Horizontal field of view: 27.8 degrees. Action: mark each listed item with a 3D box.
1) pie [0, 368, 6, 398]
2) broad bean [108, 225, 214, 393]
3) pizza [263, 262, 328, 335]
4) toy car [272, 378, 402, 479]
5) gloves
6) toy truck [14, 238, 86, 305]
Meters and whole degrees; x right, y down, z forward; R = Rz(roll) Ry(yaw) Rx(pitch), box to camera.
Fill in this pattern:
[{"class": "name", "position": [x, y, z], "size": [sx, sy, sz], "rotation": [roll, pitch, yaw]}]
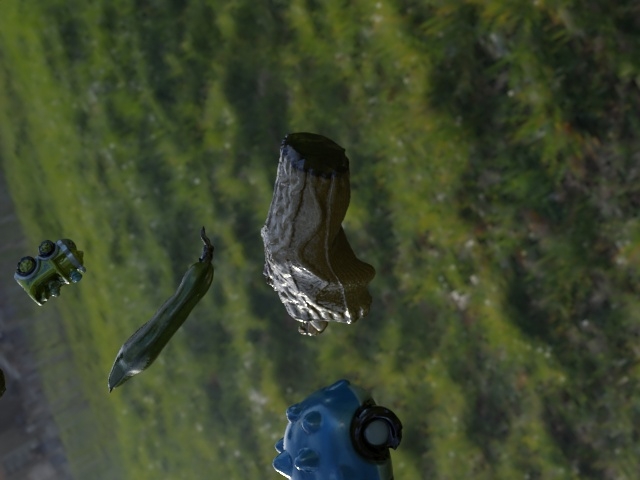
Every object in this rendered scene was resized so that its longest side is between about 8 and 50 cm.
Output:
[{"class": "pie", "position": [-0.869, 0.210, 2.575], "size": [0.395, 0.181, 0.418], "rotation": [23, -174, 27]}, {"class": "broad bean", "position": [-0.258, 0.131, 2.159], "size": [0.067, 0.325, 0.075], "rotation": [30, -167, -45]}, {"class": "pizza", "position": [-0.048, 0.068, 2.320], "size": [0.199, 0.062, 0.188], "rotation": [11, 96, 50]}, {"class": "toy car", "position": [0.025, 0.342, 1.942], "size": [0.188, 0.190, 0.255], "rotation": [-160, 57, -73]}, {"class": "gloves", "position": [-0.015, -0.002, 2.052], "size": [0.203, 0.155, 0.357], "rotation": [-124, 20, -54]}, {"class": "toy truck", "position": [-0.422, 0.051, 2.056], "size": [0.077, 0.111, 0.076], "rotation": [49, 176, 32]}]
